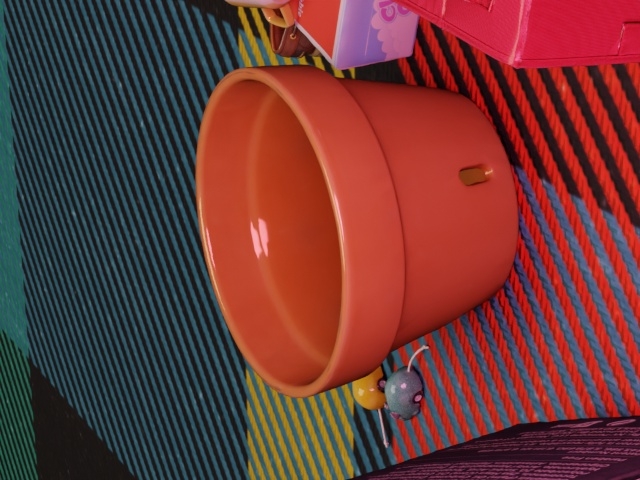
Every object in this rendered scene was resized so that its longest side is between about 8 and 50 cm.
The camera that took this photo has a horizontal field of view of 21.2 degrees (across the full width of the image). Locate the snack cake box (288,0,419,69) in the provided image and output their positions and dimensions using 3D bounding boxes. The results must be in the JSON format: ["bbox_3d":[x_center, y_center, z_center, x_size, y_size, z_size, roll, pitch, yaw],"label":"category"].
[{"bbox_3d":[0.033,-0.308,1.547,0.152,0.089,0.264,50,142,41],"label":"snack cake box"}]

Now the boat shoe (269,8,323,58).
[{"bbox_3d":[-0.030,-0.270,1.718,0.064,0.060,0.178,12,111,62],"label":"boat shoe"}]

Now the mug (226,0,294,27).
[{"bbox_3d":[-0.048,-0.239,1.588,0.064,0.078,0.062,25,91,48],"label":"mug"}]

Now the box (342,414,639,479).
[{"bbox_3d":[0.119,0.400,1.168,0.297,0.472,0.480,-9,91,49],"label":"box"}]

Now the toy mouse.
[{"bbox_3d":[0.065,0.125,1.721,0.143,0.031,0.161,-29,74,63],"label":"toy mouse"}]

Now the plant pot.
[{"bbox_3d":[0.038,-0.022,1.522,0.291,0.203,0.291,32,128,55],"label":"plant pot"}]

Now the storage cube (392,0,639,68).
[{"bbox_3d":[0.172,-0.238,1.168,0.184,0.215,0.193,40,129,52],"label":"storage cube"}]
